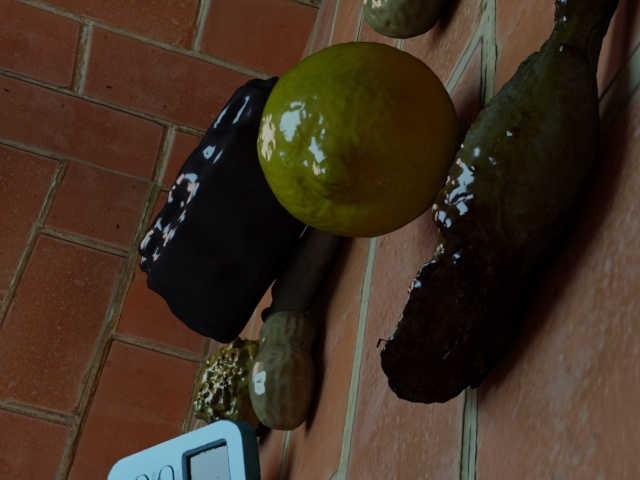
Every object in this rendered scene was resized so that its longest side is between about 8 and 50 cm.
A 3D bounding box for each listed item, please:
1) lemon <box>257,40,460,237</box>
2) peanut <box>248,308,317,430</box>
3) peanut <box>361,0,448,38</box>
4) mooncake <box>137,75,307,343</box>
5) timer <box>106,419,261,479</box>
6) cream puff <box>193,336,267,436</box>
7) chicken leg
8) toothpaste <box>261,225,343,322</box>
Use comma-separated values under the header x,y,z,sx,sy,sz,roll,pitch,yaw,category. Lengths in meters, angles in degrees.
x,y,z,sx,sy,sz,roll,pitch,yaw,category
0.036,-0.094,0.962,0.244,0.187,0.187,-72,2,-66,lemon
-0.047,0.159,1.370,0.228,0.086,0.104,-85,-4,-58,peanut
0.104,-0.311,1.204,0.159,0.109,0.140,-64,-3,28,peanut
-0.105,-0.060,1.506,0.381,0.212,0.350,-59,5,-31,mooncake
-0.175,0.372,1.363,0.250,0.091,0.232,-34,52,36,timer
-0.136,0.240,1.661,0.189,0.129,0.189,-165,90,-85,cream puff
0.121,-0.029,0.669,0.177,0.083,0.322,-59,-11,-57,chicken leg
0.000,0.000,1.469,0.100,0.066,0.323,-73,9,-57,toothpaste
